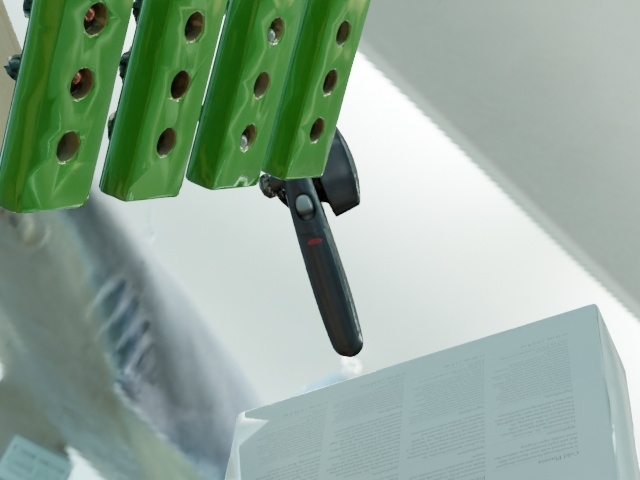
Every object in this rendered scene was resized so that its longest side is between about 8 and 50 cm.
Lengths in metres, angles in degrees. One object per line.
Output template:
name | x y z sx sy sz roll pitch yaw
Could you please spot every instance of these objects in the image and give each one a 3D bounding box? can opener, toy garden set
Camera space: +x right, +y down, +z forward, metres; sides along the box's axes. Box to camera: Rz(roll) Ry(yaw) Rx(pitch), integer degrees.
can opener | 0.000 0.000 1.061 0.073 0.186 0.059 -15 -13 14
toy garden set | -0.052 -0.124 0.631 0.049 0.244 0.203 22 -74 26

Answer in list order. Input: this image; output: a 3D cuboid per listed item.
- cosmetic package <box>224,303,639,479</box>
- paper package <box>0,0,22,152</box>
cosmetic package | 0.090 0.223 1.220 0.377 0.284 0.097 -19 -63 18
paper package | -0.424 -0.156 1.154 0.310 0.168 0.324 -18 -82 17
